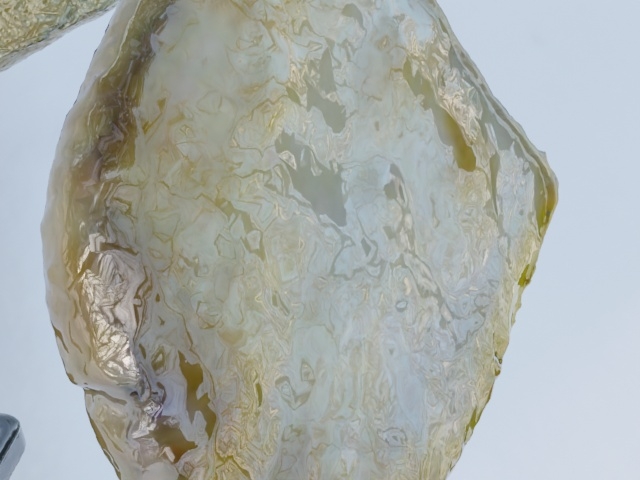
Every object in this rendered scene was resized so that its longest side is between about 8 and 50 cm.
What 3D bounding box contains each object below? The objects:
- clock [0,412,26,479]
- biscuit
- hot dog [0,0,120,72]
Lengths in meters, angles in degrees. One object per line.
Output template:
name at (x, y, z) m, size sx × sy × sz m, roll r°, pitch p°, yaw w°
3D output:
clock at (-0.419, 0.246, 1.067) m, size 0.273 × 0.279 × 0.049 m, roll -72°, pitch 158°, yaw -58°
biscuit at (-0.001, 0.000, 0.858) m, size 0.429 × 0.104 × 0.446 m, roll 43°, pitch 58°, yaw -40°
hot dog at (-0.301, -0.210, 1.201) m, size 0.243 × 0.073 × 0.084 m, roll -32°, pitch 93°, yaw -8°
